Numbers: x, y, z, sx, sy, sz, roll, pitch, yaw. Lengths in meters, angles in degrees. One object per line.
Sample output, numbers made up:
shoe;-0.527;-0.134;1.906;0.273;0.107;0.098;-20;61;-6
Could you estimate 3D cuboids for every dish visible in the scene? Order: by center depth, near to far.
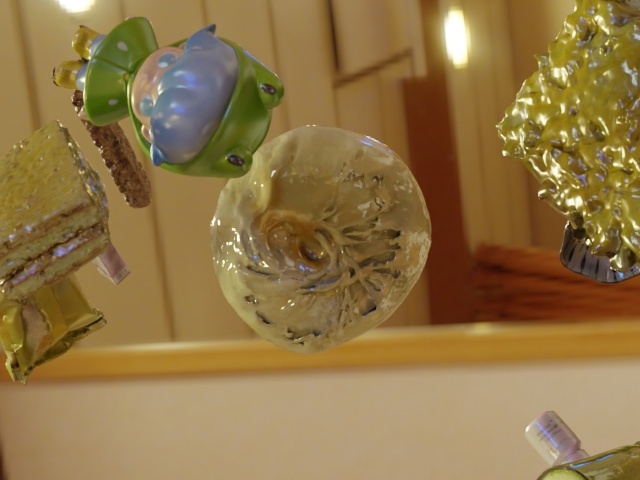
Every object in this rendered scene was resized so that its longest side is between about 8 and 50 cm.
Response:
dish;0.450;-0.021;2.472;0.190;0.191;0.066;66;-166;-44

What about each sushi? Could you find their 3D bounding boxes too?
sushi;0.418;-0.075;1.743;0.351;0.240;0.396;17;-155;-40

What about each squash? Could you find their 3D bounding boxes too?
squash;0.322;0.264;1.797;0.224;0.094;0.094;-19;-75;-52

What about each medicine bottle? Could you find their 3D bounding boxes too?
medicine bottle;0.309;0.267;2.099;0.089;0.052;0.052;50;-172;20

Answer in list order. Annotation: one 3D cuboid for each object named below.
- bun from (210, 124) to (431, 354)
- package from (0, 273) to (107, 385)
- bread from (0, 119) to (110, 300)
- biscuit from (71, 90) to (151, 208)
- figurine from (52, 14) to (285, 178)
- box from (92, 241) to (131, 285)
bun;0.000;0.000;1.998;0.146;0.287;0.287;-103;6;-81
package;-0.388;0.066;2.161;0.168;0.090;0.226;-33;-66;-29
bread;-0.286;-0.024;1.660;0.102;0.138;0.196;53;-178;-30
biscuit;-0.276;-0.129;2.157;0.064;0.034;0.199;-100;-13;-54
figurine;-0.164;-0.161;1.750;0.162;0.263;0.143;-63;-28;-7
box;-0.361;0.023;2.696;0.036;0.050;0.117;-48;-35;-16
